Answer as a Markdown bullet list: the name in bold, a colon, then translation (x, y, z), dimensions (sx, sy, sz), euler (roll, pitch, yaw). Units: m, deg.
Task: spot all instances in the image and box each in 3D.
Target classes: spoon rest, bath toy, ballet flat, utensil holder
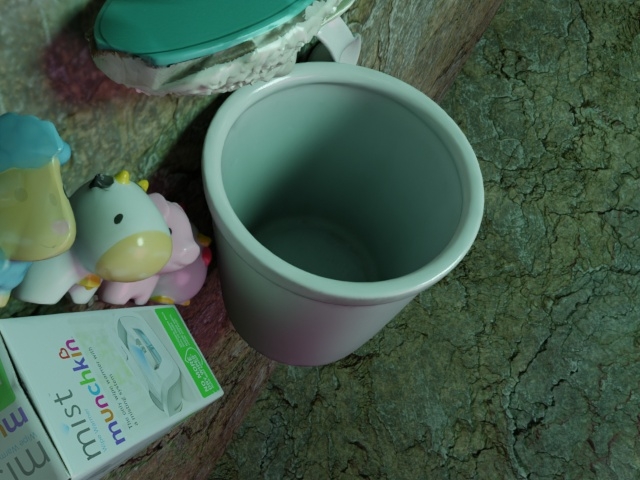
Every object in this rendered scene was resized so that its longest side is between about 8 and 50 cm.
- **spoon rest**: translation (0.010, -0.265, 0.667), dimensions (0.137, 0.084, 0.276), euler (-59, 167, 5)
- **bath toy**: translation (-0.191, -0.001, 0.452), dimensions (0.348, 0.152, 0.128), euler (61, 39, -81)
- **ballet flat**: translation (-0.026, -0.240, 0.446), dimensions (0.409, 0.147, 0.147), euler (-51, 166, -24)
- **utensil holder**: translation (0.000, 0.000, 0.689), dimensions (0.327, 0.328, 0.385), euler (-51, 171, -29)

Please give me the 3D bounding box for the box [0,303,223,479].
- **box**: translation (-0.261, 0.183, 0.414), dimensions (0.262, 0.126, 0.231), euler (-35, 168, 8)
